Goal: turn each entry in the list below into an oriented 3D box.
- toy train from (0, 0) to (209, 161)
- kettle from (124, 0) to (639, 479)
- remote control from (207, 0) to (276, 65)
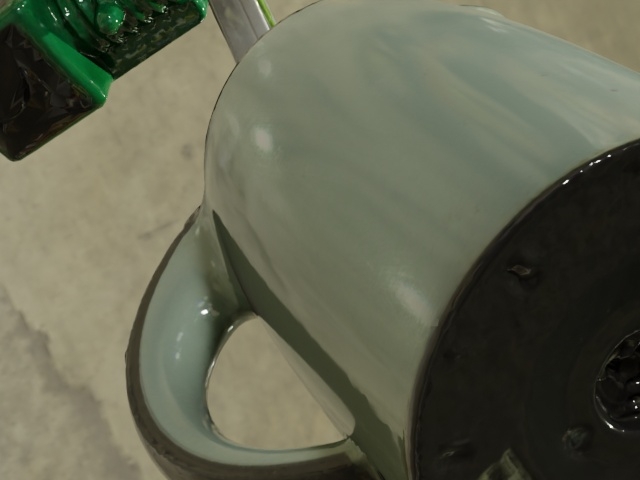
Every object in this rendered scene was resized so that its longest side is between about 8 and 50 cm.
[{"bbox_3d":[-0.198,-0.234,1.367,0.178,0.429,0.249,49,23,-27],"label":"toy train"},{"bbox_3d":[0.031,0.016,0.544,0.161,0.221,0.236,52,-4,-34],"label":"kettle"},{"bbox_3d":[-0.051,-0.151,1.011,0.103,0.034,0.250,60,6,-50],"label":"remote control"}]
